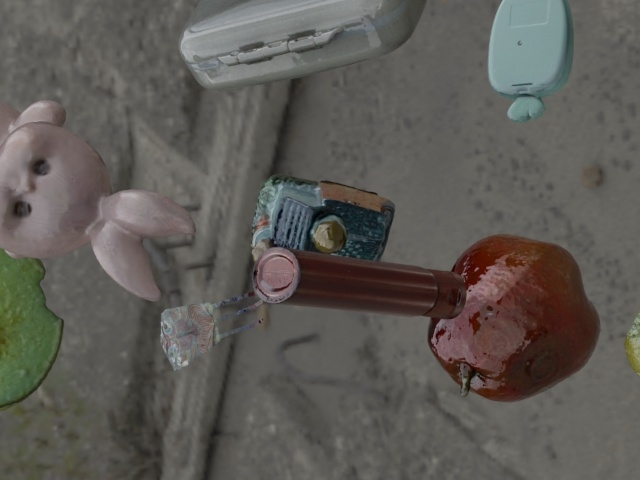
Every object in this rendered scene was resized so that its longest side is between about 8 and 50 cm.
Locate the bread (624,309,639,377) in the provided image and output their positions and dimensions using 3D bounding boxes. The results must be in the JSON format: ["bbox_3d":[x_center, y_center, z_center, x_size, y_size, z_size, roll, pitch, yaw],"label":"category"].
[{"bbox_3d":[0.415,0.120,1.383,0.064,0.156,0.117,33,98,58],"label":"bread"}]

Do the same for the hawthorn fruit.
[{"bbox_3d":[0.248,0.117,1.634,0.224,0.261,0.224,23,129,31],"label":"hawthorn fruit"}]

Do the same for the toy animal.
[{"bbox_3d":[-0.197,-0.037,0.883,0.212,0.124,0.124,21,117,30],"label":"toy animal"}]

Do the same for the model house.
[{"bbox_3d":[0.000,0.000,2.144,0.291,0.253,0.184,-93,18,-80],"label":"model house"}]

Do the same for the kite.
[{"bbox_3d":[-0.206,0.164,2.332,0.229,0.016,0.127,-19,71,18],"label":"kite"}]

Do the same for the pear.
[{"bbox_3d":[-0.528,0.120,1.843,0.292,0.159,0.292,18,117,39],"label":"pear"}]

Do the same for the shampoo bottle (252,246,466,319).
[{"bbox_3d":[0.055,0.053,1.427,0.102,0.260,0.064,-2,82,55],"label":"shampoo bottle"}]

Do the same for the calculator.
[{"bbox_3d":[0.219,-0.199,1.272,0.095,0.021,0.153,0,79,35],"label":"calculator"}]

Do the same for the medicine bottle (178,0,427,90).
[{"bbox_3d":[-0.021,-0.350,1.849,0.375,0.282,0.123,-9,129,27],"label":"medicine bottle"}]
